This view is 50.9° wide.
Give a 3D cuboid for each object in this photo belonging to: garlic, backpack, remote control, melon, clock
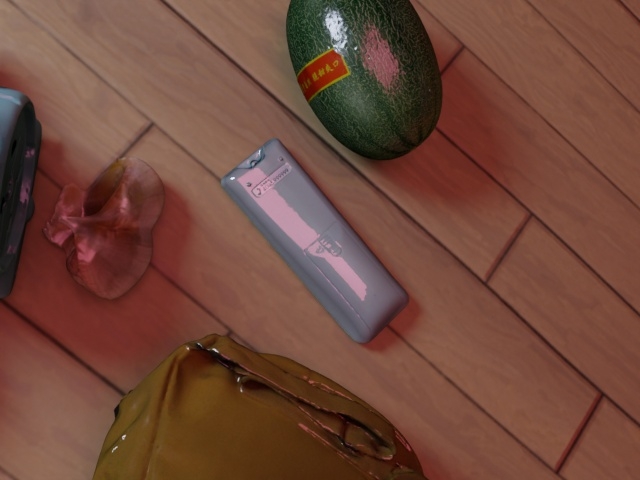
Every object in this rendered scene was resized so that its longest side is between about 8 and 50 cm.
[{"bbox_3d":[-0.249,-0.021,0.799,0.124,0.099,0.174,29,72,-26],"label":"garlic"},{"bbox_3d":[-0.062,0.296,0.726,0.378,0.201,0.353,25,50,-12],"label":"backpack"},{"bbox_3d":[-0.001,0.000,0.896,0.103,0.051,0.293,-42,94,-19],"label":"remote control"},{"bbox_3d":[0.053,-0.244,0.884,0.182,0.182,0.287,-22,88,-20],"label":"melon"},{"bbox_3d":[-0.349,-0.058,0.676,0.094,0.274,0.223,9,80,-17],"label":"clock"}]
